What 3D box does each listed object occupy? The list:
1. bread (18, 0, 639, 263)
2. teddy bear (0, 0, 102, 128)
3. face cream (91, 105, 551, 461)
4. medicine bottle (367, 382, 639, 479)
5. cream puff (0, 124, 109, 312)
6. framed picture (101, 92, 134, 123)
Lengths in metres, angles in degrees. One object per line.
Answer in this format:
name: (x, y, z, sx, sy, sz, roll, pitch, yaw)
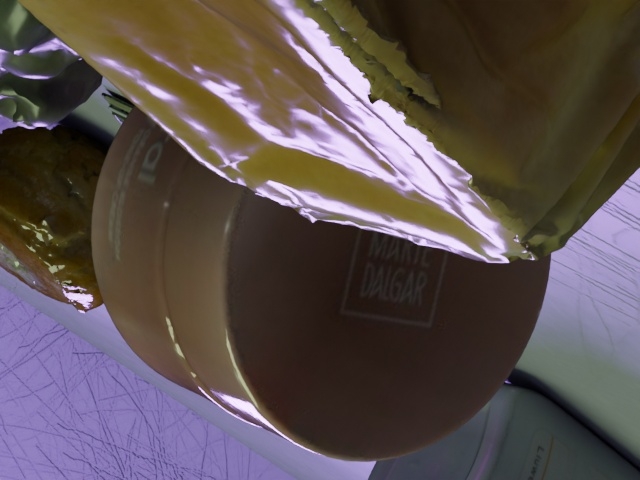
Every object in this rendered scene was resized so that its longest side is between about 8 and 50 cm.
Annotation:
bread: (-0.015, -0.093, 0.432, 0.136, 0.107, 0.241, 18, 163, 44)
teddy bear: (-0.211, -0.110, 0.660, 0.357, 0.224, 0.367, 15, -179, -42)
face cream: (0.000, 0.000, 0.699, 0.149, 0.149, 0.104, 39, 168, -34)
medicine bottle: (0.163, 0.219, 1.216, 0.296, 0.161, 0.111, 40, 165, -33)
cream puff: (-0.176, -0.022, 1.236, 0.144, 0.103, 0.126, 22, 153, 41)
framed picture: (-0.035, -0.022, 1.083, 0.183, 0.011, 0.142, 26, 168, 27)
